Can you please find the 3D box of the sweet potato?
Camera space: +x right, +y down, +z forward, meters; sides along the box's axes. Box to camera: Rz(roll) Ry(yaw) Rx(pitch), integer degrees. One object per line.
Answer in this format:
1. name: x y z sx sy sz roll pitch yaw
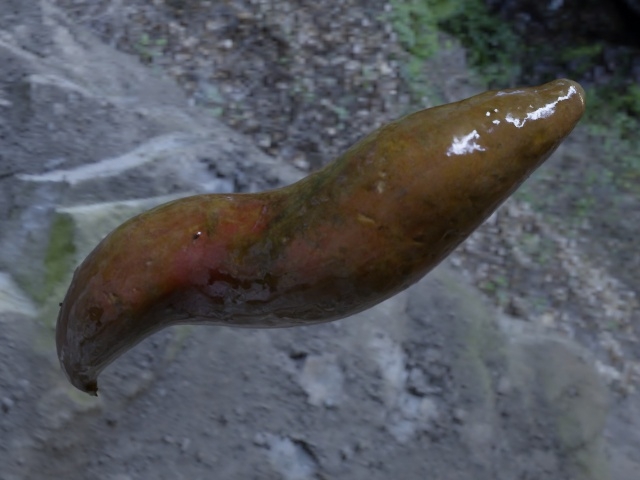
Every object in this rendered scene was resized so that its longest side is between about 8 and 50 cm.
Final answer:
1. sweet potato: -0.001 -0.002 0.500 0.202 0.058 0.055 -22 118 4
